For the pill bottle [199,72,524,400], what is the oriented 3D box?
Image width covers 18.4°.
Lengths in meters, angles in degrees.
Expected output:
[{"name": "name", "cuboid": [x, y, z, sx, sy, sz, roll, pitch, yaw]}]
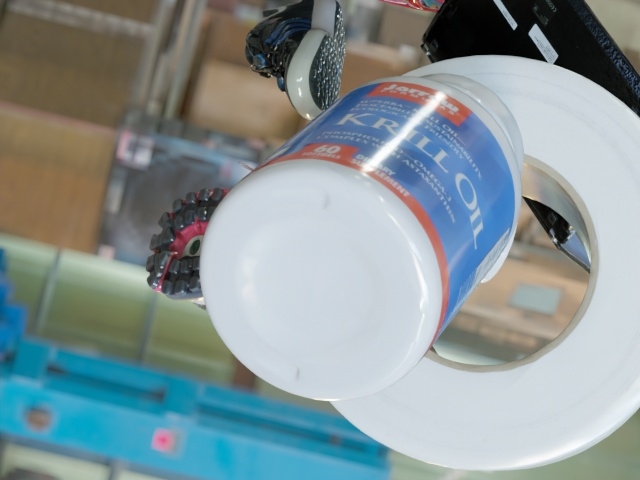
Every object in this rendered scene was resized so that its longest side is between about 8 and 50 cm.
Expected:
[{"name": "pill bottle", "cuboid": [0.034, -0.015, 1.023, 0.221, 0.124, 0.124, -47, 156, -61]}]

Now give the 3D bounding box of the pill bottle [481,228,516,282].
[{"name": "pill bottle", "cuboid": [0.096, -0.034, 2.104, 0.119, 0.208, 0.119, -160, -90, -75]}]

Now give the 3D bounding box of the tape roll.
[{"name": "tape roll", "cuboid": [0.106, 0.021, 1.215, 0.169, 0.246, 0.246, 37, 67, -80]}]

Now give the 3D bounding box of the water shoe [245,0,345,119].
[{"name": "water shoe", "cuboid": [-0.025, -0.150, 1.682, 0.203, 0.080, 0.073, -74, 157, -67]}]

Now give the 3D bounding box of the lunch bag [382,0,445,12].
[{"name": "lunch bag", "cuboid": [0.052, -0.311, 1.710, 0.293, 0.258, 0.120, 61, 48, -66]}]

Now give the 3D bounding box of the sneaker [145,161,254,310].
[{"name": "sneaker", "cuboid": [0.000, 0.000, 1.571, 0.299, 0.112, 0.121, -6, -115, 42]}]

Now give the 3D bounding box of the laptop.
[{"name": "laptop", "cuboid": [0.203, -0.116, 1.673, 0.234, 0.136, 0.264, 58, -41, 25]}]
